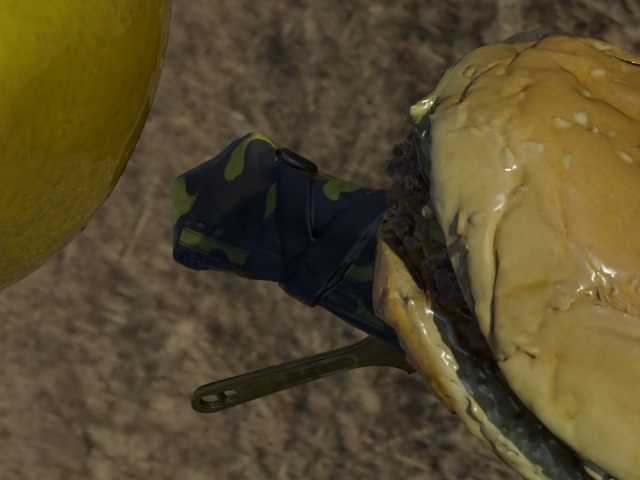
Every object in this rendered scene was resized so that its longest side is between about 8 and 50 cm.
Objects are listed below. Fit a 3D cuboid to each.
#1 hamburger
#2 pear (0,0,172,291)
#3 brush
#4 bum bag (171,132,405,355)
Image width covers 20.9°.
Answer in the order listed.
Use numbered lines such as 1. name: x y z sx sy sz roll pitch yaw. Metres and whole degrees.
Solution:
1. hamburger: 0.157 0.022 0.779 0.259 0.283 0.145 -53 -9 -52
2. pear: -0.189 -0.087 0.563 0.336 0.285 0.285 104 -176 -78
3. brush: 0.009 0.088 1.241 0.218 0.082 0.010 -17 54 8
4. bum bag: 0.000 0.000 1.150 0.232 0.060 0.107 24 85 20
